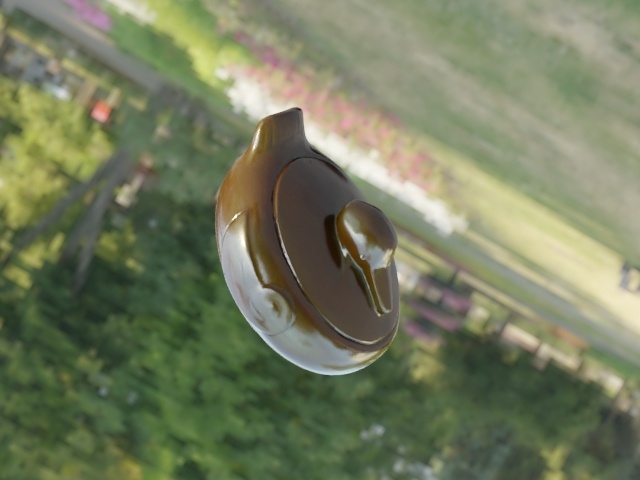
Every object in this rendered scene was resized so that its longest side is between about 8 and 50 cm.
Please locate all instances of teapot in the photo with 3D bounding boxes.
[{"bbox_3d":[0.000,0.000,0.882,0.098,0.078,0.129,-19,-95,-52],"label":"teapot"}]
